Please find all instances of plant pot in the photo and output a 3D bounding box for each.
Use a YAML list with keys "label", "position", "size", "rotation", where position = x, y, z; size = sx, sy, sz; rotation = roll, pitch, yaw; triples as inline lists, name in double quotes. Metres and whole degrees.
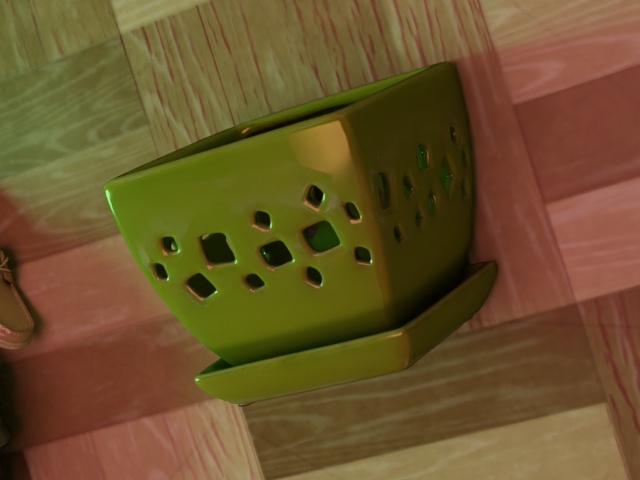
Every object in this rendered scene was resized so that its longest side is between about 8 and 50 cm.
- label: "plant pot"
  position: [0.000, 0.000, 1.505]
  size: [0.228, 0.227, 0.207]
  rotation: [-14, 99, 28]

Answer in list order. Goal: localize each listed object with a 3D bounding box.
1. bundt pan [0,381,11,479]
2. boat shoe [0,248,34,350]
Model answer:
- label: "bundt pan"
  position: [-0.430, 0.173, 1.813]
  size: [0.331, 0.124, 0.331]
  rotation: [5, 101, 26]
- label: "boat shoe"
  position: [-0.319, 0.026, 1.761]
  size: [0.170, 0.063, 0.059]
  rotation: [48, 123, 13]
